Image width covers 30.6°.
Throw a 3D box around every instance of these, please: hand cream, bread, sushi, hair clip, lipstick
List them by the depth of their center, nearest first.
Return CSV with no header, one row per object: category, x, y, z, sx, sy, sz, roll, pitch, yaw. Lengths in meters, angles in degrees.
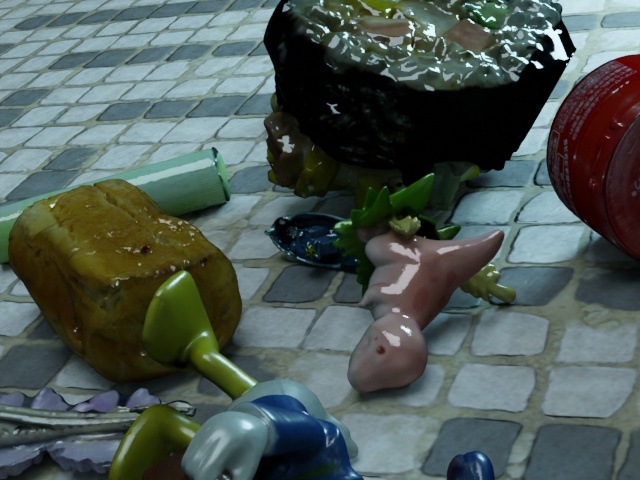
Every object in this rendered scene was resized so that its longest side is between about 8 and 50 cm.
hair clip,-0.252,0.168,1.064,0.292,0.084,0.106,-2,24,9
hand cream,0.329,-0.082,1.149,0.193,0.193,0.125,-19,29,-10
bread,-0.215,0.038,1.223,0.167,0.132,0.294,-26,29,-24
sushi,0.102,-0.163,1.339,0.328,0.285,0.328,20,43,13
lipstick,-0.263,-0.044,1.458,0.304,0.076,0.076,-16,28,-6

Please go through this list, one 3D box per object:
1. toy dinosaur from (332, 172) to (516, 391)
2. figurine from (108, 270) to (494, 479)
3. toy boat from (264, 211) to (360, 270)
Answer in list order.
toy dinosaur,0.085,0.036,1.095,0.194,0.152,0.177,-24,37,-7
figurine,-0.013,0.165,0.850,0.338,0.204,0.283,12,9,18
toy boat,0.000,0.000,1.275,0.137,0.060,0.061,15,17,36
